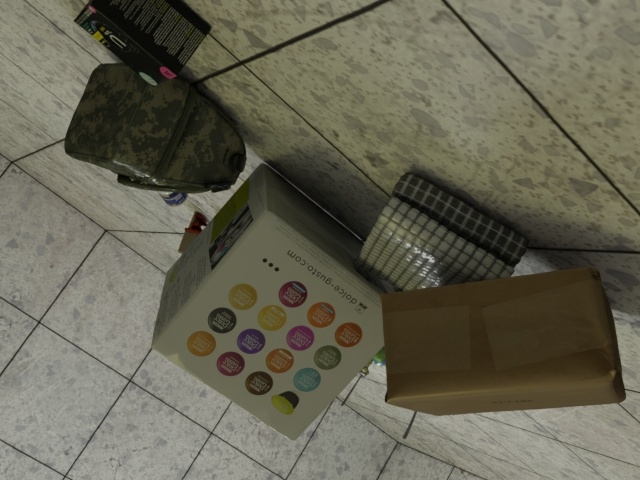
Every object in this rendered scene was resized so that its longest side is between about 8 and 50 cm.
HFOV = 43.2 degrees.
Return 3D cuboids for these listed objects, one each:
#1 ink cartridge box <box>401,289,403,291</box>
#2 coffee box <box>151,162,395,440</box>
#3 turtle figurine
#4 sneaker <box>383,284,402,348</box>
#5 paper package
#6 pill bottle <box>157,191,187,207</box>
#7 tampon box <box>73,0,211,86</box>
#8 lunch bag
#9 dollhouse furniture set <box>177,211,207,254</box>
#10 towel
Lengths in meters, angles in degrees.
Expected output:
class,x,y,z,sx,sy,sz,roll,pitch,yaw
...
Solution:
class,x,y,z,sx,sy,sz,roll,pitch,yaw
ink cartridge box,0.323,0.198,1.775,0.165,0.065,0.332,14,157,48
coffee box,-0.088,0.109,1.580,0.337,0.334,0.338,38,-168,-18
turtle figurine,0.199,0.360,2.093,0.197,0.275,0.266,-10,169,39
sneaker,0.093,0.177,1.903,0.365,0.137,0.210,0,141,21
paper package,0.287,0.171,1.245,0.324,0.168,0.309,-10,160,21
pill bottle,-0.400,-0.141,2.139,0.067,0.067,0.120,27,164,20
tampon box,-0.275,-0.332,1.247,0.161,0.101,0.120,39,164,-23
lunch bag,-0.313,-0.199,1.567,0.256,0.213,0.305,23,174,-38
dollhouse furniture set,-0.268,0.021,2.339,0.259,0.135,0.262,17,161,13
towel,0.200,0.015,1.360,0.235,0.121,0.284,30,163,5
